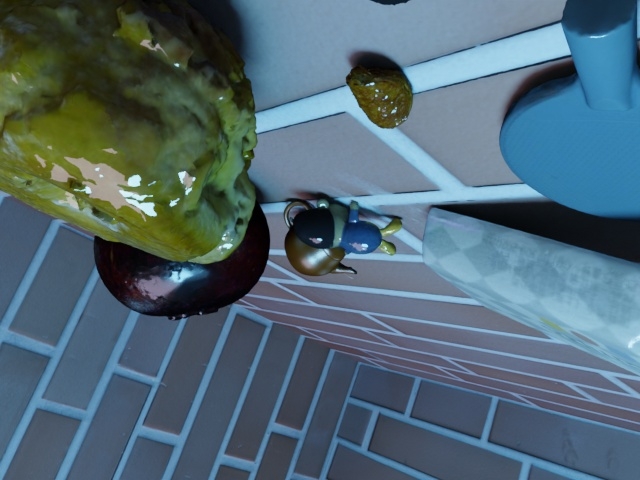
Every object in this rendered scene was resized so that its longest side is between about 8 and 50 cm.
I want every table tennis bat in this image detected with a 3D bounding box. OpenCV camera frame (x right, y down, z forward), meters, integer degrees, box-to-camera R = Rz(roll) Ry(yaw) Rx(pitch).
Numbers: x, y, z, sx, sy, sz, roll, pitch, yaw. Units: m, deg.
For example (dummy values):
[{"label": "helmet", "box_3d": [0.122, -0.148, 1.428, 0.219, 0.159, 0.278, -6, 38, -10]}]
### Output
[{"label": "table tennis bat", "box_3d": [0.253, -0.090, 0.511, 0.215, 0.044, 0.329, 12, 165, 34]}]

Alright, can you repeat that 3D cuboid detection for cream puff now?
[{"label": "cream puff", "box_3d": [-0.194, -0.124, 0.605, 0.327, 0.231, 0.343, 2, 155, 48]}]

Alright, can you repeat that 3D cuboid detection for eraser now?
[{"label": "eraser", "box_3d": [0.309, 0.074, 0.740, 0.213, 0.082, 0.397, 32, 176, -33]}]

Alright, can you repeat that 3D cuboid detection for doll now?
[{"label": "doll", "box_3d": [0.038, -0.019, 0.967, 0.179, 0.089, 0.102, 9, 123, 2]}]

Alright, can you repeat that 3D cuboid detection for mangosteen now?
[{"label": "mangosteen", "box_3d": [-0.241, -0.009, 1.039, 0.297, 0.293, 0.297, -20, 165, -6]}]

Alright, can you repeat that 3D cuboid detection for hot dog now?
[{"label": "hot dog", "box_3d": [0.057, -0.144, 0.585, 0.058, 0.035, 0.083, 12, 163, 31]}]

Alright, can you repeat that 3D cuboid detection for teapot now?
[{"label": "teapot", "box_3d": [0.000, 0.000, 1.058, 0.173, 0.116, 0.116, 55, 154, -16]}]

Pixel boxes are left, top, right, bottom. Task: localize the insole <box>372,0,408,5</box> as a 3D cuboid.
[{"label": "insole", "box_3d": [-0.071, -0.262, 0.395, 0.348, 0.009, 0.119, 26, 166, -19]}]
